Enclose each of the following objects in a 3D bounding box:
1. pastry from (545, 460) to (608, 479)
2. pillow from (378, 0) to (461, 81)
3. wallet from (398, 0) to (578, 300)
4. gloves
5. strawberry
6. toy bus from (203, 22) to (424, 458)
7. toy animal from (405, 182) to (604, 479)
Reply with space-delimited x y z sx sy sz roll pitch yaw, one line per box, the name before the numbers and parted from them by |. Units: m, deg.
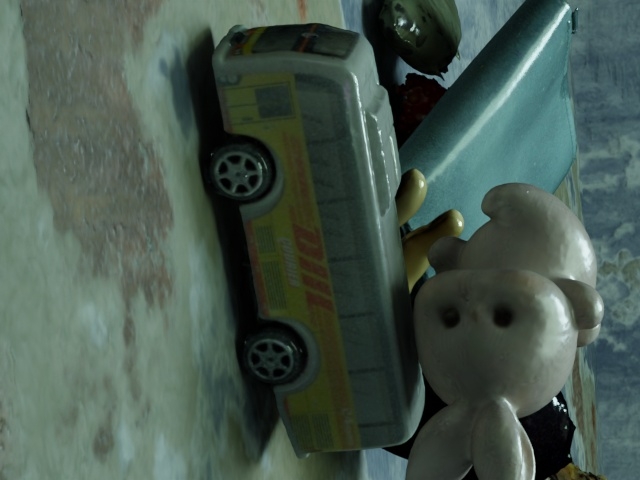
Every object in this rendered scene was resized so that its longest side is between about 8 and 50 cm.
pastry | 0.201 0.318 1.693 0.275 0.193 0.275 30 30 -20
pillow | 0.096 -0.193 1.646 0.093 0.051 0.241 56 17 -7
wallet | 0.152 -0.054 1.627 0.251 0.054 0.290 -52 151 -17
gloves | 0.073 0.072 1.294 0.301 0.152 0.197 63 -10 -31
strawberry | 0.116 -0.083 1.668 0.188 0.082 0.121 62 30 -65
toy bus | 0.000 0.000 1.118 0.092 0.106 0.268 -66 148 -66
toy animal | 0.106 0.062 1.101 0.212 0.124 0.124 -66 149 -50
